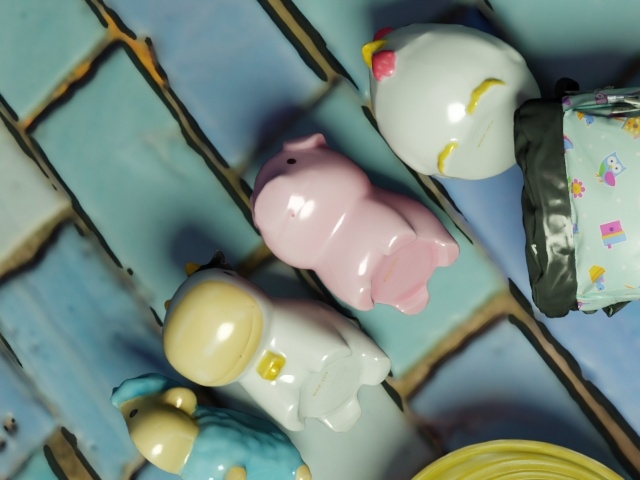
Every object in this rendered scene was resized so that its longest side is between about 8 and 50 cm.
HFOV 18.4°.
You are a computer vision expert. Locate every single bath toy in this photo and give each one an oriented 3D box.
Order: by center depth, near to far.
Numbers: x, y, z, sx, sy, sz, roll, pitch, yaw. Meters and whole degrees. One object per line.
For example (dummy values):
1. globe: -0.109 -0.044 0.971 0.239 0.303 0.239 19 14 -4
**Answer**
1. bath toy: 0.000 0.000 1.281 0.129 0.151 0.348 45 108 38

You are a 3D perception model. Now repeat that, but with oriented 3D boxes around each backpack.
1. backpack: 0.211 -0.024 1.176 0.182 0.115 0.152 -5 98 11

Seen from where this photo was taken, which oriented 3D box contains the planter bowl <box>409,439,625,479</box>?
1. planter bowl: 0.143 0.225 1.253 0.217 0.090 0.217 3 97 24
